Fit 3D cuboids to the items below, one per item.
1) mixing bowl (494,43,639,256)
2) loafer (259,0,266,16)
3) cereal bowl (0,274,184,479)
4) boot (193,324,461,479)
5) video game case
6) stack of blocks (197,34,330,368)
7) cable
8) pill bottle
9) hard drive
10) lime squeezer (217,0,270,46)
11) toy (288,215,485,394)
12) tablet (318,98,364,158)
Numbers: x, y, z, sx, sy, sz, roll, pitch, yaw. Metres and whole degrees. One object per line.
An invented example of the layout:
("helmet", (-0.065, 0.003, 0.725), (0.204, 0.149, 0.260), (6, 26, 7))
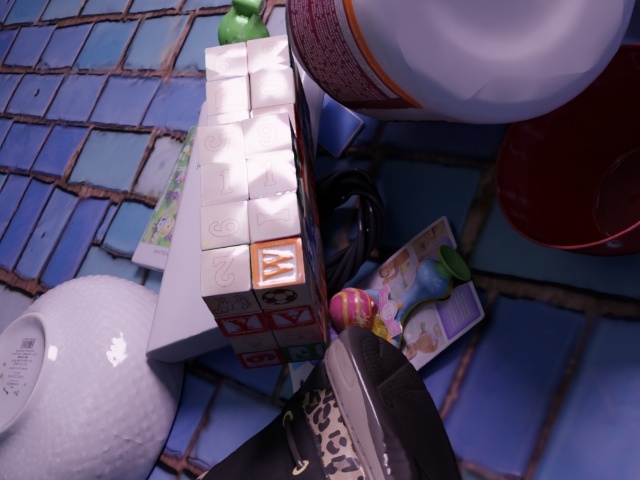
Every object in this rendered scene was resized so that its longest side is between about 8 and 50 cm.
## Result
("mixing bowl", (0.245, -0.056, 0.787), (0.181, 0.098, 0.181), (-27, 47, 34))
("loafer", (-0.096, -0.367, 1.404), (0.039, 0.045, 0.125), (-30, 44, 22))
("cereal bowl", (-0.332, 0.190, 1.213), (0.339, 0.141, 0.339), (-27, 49, 35))
("boot", (-0.007, 0.285, 0.799), (0.284, 0.138, 0.377), (-41, 41, 24))
("video game case", (-0.153, -0.053, 1.272), (0.193, 0.023, 0.212), (9, 73, 49))
("stack of blocks", (-0.055, -0.049, 0.922), (0.087, 0.171, 0.297), (-8, 61, 5))
("cable", (0.000, 0.000, 1.035), (0.184, 0.047, 0.151), (-21, 46, 47))
("pill bottle", (0.092, -0.219, 0.875), (0.224, 0.224, 0.392), (-58, 15, 0))
("hard drive", (-0.094, -0.046, 1.127), (0.233, 0.047, 0.353), (-23, 49, 46))
("lime squeezer", (-0.056, -0.252, 1.017), (0.058, 0.110, 0.310), (27, 113, 25))
("toy", (0.042, 0.084, 0.948), (0.237, 0.056, 0.137), (-39, 41, 23))
("tablet", (0.017, -0.135, 1.157), (0.054, 0.006, 0.083), (-53, 38, 8))
